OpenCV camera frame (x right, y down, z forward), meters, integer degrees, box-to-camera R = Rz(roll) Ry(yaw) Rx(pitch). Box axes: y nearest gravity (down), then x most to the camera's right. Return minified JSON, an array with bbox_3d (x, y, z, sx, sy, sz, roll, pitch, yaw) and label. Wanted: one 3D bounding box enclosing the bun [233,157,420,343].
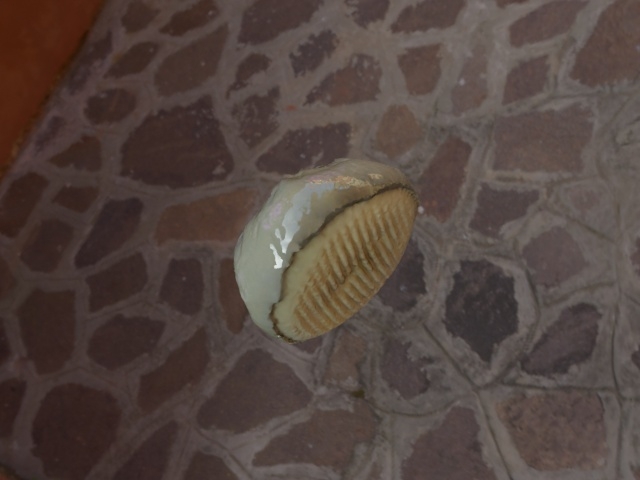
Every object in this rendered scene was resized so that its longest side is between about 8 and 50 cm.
[{"bbox_3d":[0.000,0.000,0.928,0.287,0.287,0.146,-47,61,-2],"label":"bun"}]
